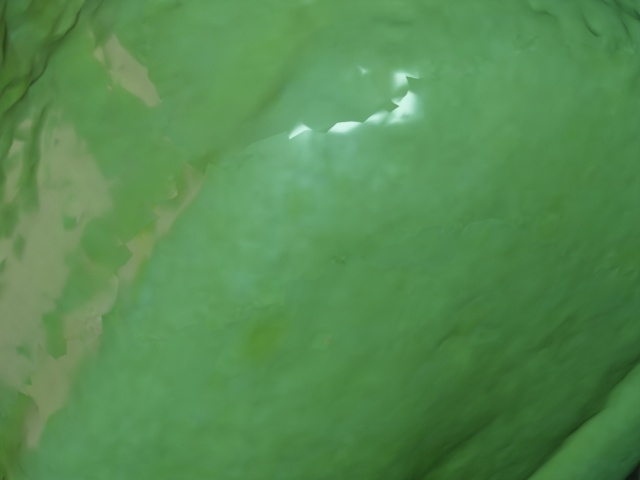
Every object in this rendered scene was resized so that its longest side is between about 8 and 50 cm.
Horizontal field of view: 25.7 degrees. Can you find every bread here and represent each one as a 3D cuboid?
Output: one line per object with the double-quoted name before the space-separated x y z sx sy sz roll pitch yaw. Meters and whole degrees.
"bread" -0.006 -0.007 0.514 0.237 0.320 0.320 50 147 38
